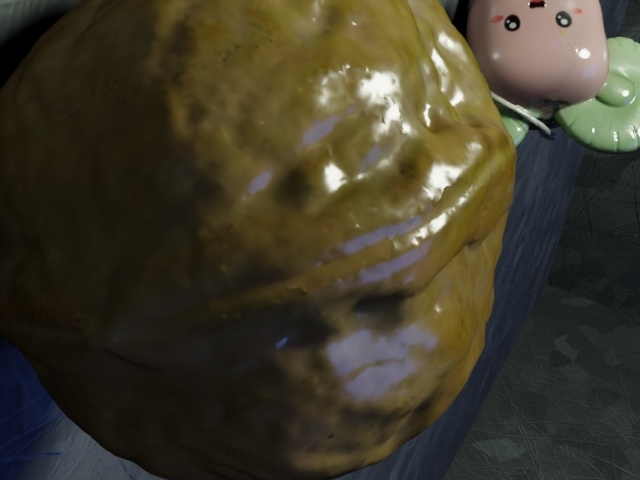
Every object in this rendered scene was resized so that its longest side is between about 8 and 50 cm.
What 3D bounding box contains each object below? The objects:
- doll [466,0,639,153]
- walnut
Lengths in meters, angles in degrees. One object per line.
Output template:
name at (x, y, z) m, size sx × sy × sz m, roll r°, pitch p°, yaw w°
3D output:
doll at (0.259, -0.206, 1.552) m, size 0.216 × 0.284 × 0.268 m, roll 77°, pitch 12°, yaw -63°
walnut at (-0.037, -0.015, 0.724) m, size 0.344 × 0.306 × 0.306 m, roll -47°, pitch 153°, yaw -57°
